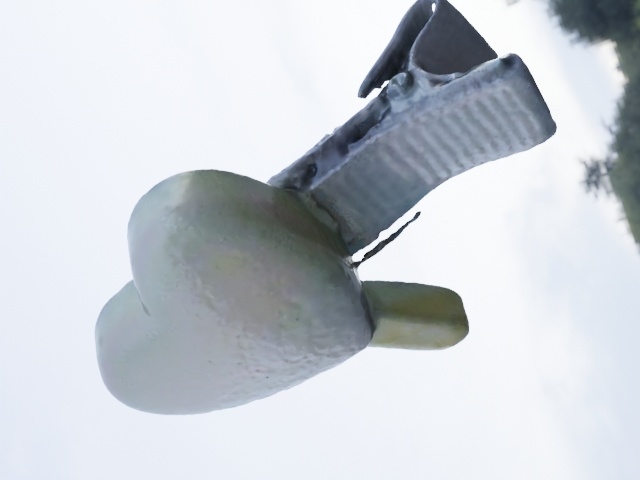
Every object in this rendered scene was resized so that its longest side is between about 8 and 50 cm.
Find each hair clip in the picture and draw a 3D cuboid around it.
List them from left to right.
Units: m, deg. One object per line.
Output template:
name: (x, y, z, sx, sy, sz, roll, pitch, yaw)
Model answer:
hair clip: (0.002, 0.003, 0.502, 0.159, 0.218, 0.071, 46, -172, -38)
